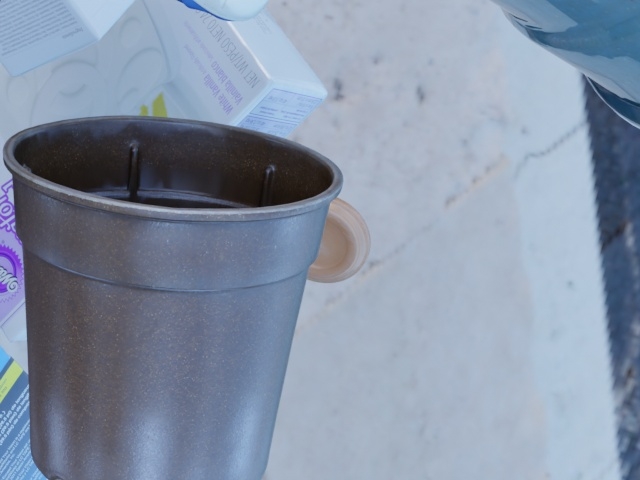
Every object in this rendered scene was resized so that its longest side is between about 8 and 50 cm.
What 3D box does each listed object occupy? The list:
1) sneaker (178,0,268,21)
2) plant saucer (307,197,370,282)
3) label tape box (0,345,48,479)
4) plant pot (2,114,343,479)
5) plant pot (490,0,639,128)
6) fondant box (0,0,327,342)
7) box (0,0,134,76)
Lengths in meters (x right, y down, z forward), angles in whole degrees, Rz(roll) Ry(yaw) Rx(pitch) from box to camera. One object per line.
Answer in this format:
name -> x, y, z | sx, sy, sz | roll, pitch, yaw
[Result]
sneaker -> -0.087, -0.136, 0.704 | 0.058, 0.152, 0.084 | -40, 168, -39
plant saucer -> 0.000, 0.000, 1.304 | 0.013, 0.083, 0.083 | -66, 153, -58
label tape box -> -0.466, 0.286, 2.085 | 0.240, 0.106, 0.334 | -57, 143, -24
plant pot -> -0.079, 0.036, 0.795 | 0.167, 0.167, 0.165 | -14, 117, -46
plant pot -> 0.100, -0.262, 0.724 | 0.334, 0.341, 0.341 | 21, 88, -25
fondant box -> -0.188, -0.106, 1.308 | 0.330, 0.238, 0.096 | -43, 160, 22
box -> -0.188, -0.187, 1.110 | 0.087, 0.102, 0.101 | 55, 44, -23
